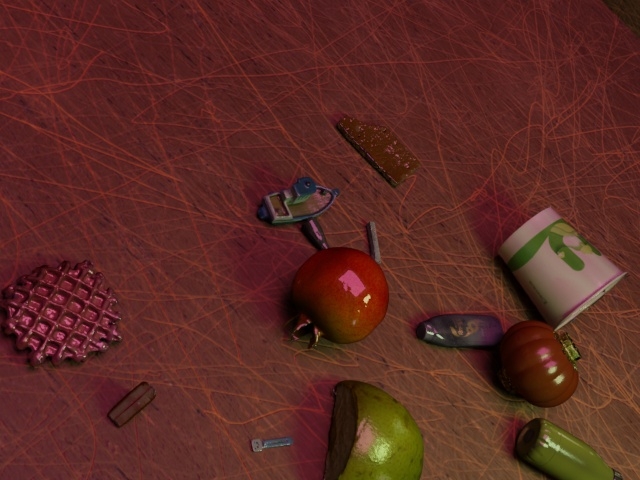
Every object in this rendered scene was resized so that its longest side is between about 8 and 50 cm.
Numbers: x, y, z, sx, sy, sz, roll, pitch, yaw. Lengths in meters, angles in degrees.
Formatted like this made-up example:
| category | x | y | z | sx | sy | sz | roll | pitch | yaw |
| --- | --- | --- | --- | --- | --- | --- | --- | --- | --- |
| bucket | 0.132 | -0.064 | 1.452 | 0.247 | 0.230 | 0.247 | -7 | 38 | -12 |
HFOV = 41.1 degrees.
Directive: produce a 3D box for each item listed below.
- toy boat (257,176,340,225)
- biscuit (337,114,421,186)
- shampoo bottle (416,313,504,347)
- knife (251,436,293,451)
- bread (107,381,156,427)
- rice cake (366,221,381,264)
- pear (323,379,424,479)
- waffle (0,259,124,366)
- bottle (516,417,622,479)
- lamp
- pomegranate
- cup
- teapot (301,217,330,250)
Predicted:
| category | x | y | z | sx | sy | sz | roll | pitch | yaw |
| --- | --- | --- | --- | --- | --- | --- | --- | --- | --- |
| toy boat | -0.044 | -0.099 | 2.062 | 0.215 | 0.102 | 0.088 | -12 | 71 | -35 |
| biscuit | 0.157 | -0.258 | 2.317 | 0.237 | 0.026 | 0.131 | 46 | 49 | 3 |
| shampoo bottle | 0.346 | 0.224 | 2.117 | 0.234 | 0.049 | 0.087 | 4 | 58 | -27 |
| knife | -0.099 | 0.421 | 1.776 | 0.096 | 0.010 | 0.027 | 0 | 63 | -29 |
| bread | -0.360 | 0.313 | 1.669 | 0.043 | 0.109 | 0.062 | 48 | 7 | -1 |
| rice cake | 0.133 | 0.008 | 2.145 | 0.022 | 0.022 | 0.121 | 6 | 60 | -25 |
| pear | 0.141 | 0.446 | 1.827 | 0.239 | 0.139 | 0.288 | 27 | 53 | -24 |
| waffle | -0.510 | 0.142 | 1.685 | 0.234 | 0.055 | 0.221 | -14 | 69 | -34 |
| bottle | 0.599 | 0.526 | 2.036 | 0.260 | 0.112 | 0.112 | 31 | 52 | -9 |
| lamp | 0.531 | 0.300 | 2.083 | 0.223 | 0.197 | 0.223 | 54 | 15 | -22 |
| pomegranate | 0.032 | 0.135 | 1.903 | 0.257 | 0.221 | 0.221 | -41 | 86 | -13 |
| cup | 0.626 | 0.071 | 2.259 | 0.253 | 0.253 | 0.274 | -24 | 68 | -37 |
| teapot | 0.000 | 0.000 | 2.066 | 0.043 | 0.043 | 0.110 | -27 | 80 | -38 |
